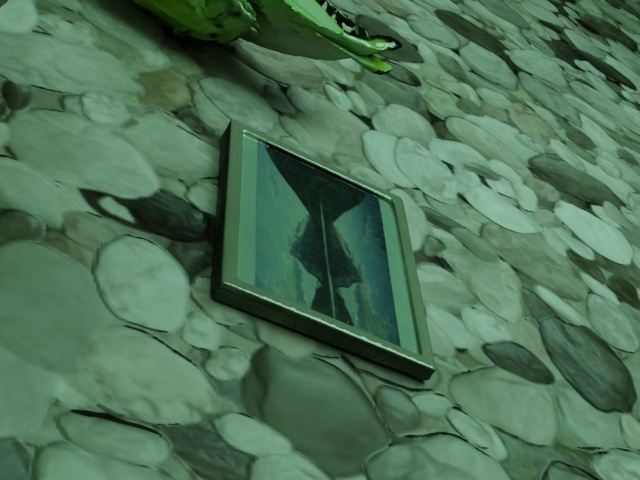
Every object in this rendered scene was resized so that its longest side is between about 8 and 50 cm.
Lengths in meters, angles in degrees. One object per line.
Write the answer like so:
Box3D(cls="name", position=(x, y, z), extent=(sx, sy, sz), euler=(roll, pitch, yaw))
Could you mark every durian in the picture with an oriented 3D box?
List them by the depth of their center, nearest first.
Box3D(cls="durian", position=(-0.107, -0.230, 0.875), extent=(0.375, 0.106, 0.132), euler=(34, 30, 1))

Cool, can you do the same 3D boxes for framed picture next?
Box3D(cls="framed picture", position=(0.000, 0.000, 0.716), extent=(0.150, 0.015, 0.203), euler=(24, 29, -17))

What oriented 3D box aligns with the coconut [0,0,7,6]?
Box3D(cls="coconut", position=(-0.266, -0.228, 0.428), extent=(0.405, 0.404, 0.404), euler=(24, 29, -15))
